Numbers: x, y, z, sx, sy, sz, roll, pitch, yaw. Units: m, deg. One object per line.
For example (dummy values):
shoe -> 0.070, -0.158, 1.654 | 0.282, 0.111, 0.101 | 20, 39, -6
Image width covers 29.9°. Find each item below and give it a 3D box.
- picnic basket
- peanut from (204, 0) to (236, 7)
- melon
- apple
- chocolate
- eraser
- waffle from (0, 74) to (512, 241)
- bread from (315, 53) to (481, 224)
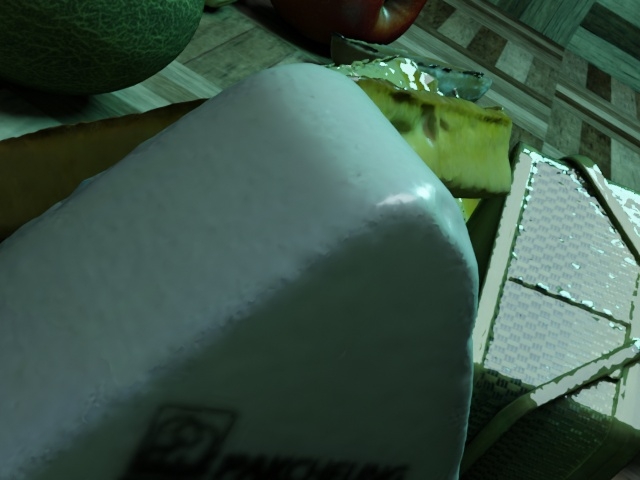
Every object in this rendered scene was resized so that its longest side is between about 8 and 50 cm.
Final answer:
picnic basket -> 0.169, 0.071, 0.931 | 0.139, 0.165, 0.266 | 23, 52, -2
peanut -> -0.142, -0.418, 1.732 | 0.111, 0.125, 0.274 | 10, 25, -2
melon -> -0.251, -0.258, 1.111 | 0.302, 0.237, 0.237 | 7, 33, -45
apple -> 0.046, -0.406, 1.788 | 0.216, 0.260, 0.260 | 42, 25, 25
chocolate -> 0.129, -0.232, 1.745 | 0.161, 0.083, 0.261 | 26, 15, 36
eraser -> -0.087, 0.100, 0.614 | 0.331, 0.331, 0.150 | 15, 29, -34
waffle -> -0.069, -0.049, 0.839 | 0.348, 0.077, 0.304 | -7, -2, 28
bread -> 0.000, 0.000, 1.123 | 0.248, 0.279, 0.315 | -16, 93, -60
